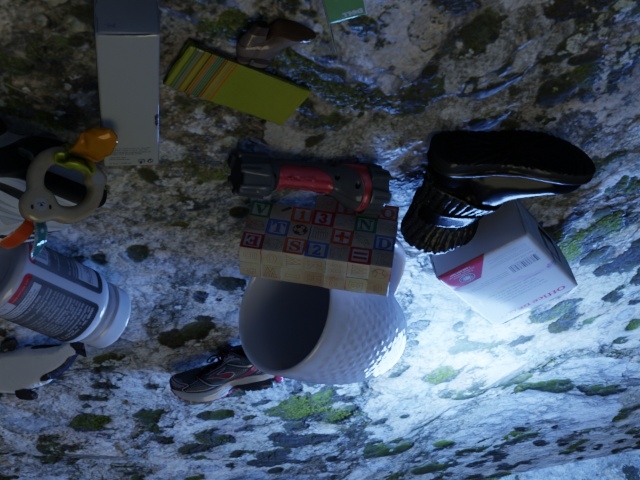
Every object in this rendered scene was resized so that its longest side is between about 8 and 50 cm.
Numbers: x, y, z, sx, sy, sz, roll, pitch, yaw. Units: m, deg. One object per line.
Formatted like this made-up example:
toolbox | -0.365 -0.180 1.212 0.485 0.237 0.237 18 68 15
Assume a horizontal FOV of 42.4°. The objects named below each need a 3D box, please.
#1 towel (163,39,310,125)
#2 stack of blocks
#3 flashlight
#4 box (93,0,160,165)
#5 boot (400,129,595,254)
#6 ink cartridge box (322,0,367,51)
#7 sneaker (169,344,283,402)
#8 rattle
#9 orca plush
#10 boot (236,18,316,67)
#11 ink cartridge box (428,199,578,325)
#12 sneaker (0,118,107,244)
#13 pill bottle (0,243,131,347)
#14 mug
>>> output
towel | -0.139 -0.262 1.393 0.237 0.021 0.102 15 142 -33
stack of blocks | 0.000 0.000 1.644 0.297 0.171 0.087 8 137 4
flashlight | -0.017 -0.106 1.555 0.304 0.103 0.103 3 176 -27
box | -0.300 -0.247 1.289 0.094 0.113 0.275 -2 144 -14
boot | 0.348 -0.089 1.661 0.347 0.131 0.260 5 135 -4
ink cartridge box | 0.022 -0.389 1.189 0.062 0.109 0.209 -14 144 4
sneaker | -0.240 0.322 2.085 0.299 0.121 0.112 -15 115 6
rattle | -0.396 -0.069 1.272 0.142 0.200 0.130 0 131 37
orca plush | -0.657 0.270 1.932 0.287 0.102 0.151 -36 93 15
boot | -0.077 -0.313 1.328 0.118 0.042 0.087 6 147 -21
ink cartridge box | 0.412 0.049 1.871 0.226 0.131 0.306 -29 142 21
sneaker | -0.603 -0.096 1.354 0.257 0.169 0.447 -34 141 24
pill bottle | -0.534 0.111 1.659 0.161 0.161 0.283 -30 140 23
mug | 0.054 0.142 1.815 0.328 0.276 0.374 21 102 -44
